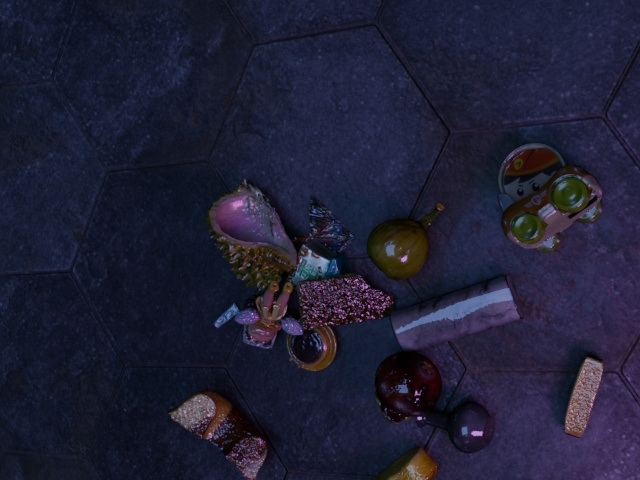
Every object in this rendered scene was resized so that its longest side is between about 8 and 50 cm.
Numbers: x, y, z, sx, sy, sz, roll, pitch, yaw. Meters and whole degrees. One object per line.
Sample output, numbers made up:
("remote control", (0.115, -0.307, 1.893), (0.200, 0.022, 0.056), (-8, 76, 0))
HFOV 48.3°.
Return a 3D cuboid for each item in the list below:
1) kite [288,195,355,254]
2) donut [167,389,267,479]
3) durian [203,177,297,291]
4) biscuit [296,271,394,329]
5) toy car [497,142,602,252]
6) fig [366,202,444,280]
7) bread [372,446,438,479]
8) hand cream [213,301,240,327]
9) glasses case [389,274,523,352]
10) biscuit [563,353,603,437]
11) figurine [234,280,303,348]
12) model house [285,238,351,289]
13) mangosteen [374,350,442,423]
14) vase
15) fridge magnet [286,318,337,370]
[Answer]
("kite", (0.000, 0.000, 1.833), (0.189, 0.009, 0.232), (0, 94, 21))
("donut", (-0.256, 0.498, 1.913), (0.295, 0.151, 0.112), (42, 91, -6))
("durian", (-0.186, 0.022, 1.836), (0.305, 0.186, 0.195), (49, 145, 22))
("biscuit", (0.064, 0.143, 1.737), (0.237, 0.026, 0.131), (-8, 111, -7))
("toy car", (0.483, -0.106, 1.584), (0.235, 0.145, 0.235), (-9, 75, 33))
("fig", (0.196, -0.003, 1.700), (0.142, 0.148, 0.186), (26, 65, 31))
("bread", (0.185, 0.610, 1.763), (0.245, 0.102, 0.094), (-43, 77, 18))
("hand cream", (-0.257, 0.208, 1.950), (0.093, 0.019, 0.030), (-40, 78, 13))
("glasses case", (0.318, 0.180, 1.695), (0.299, 0.060, 0.114), (-20, 92, 22))
("biscuit", (0.591, 0.349, 1.606), (0.052, 0.056, 0.187), (18, 102, 21))
("figurine", (-0.129, 0.184, 1.797), (0.175, 0.240, 0.115), (13, 61, -12))
("model house", (0.009, 0.084, 1.784), (0.149, 0.100, 0.127), (27, 106, 11))
("mangosteen", (0.199, 0.356, 1.702), (0.166, 0.166, 0.180), (36, 116, 15))
("vase", (0.315, 0.434, 1.698), (0.183, 0.120, 0.120), (6, 97, 36))
("fridge magnet", (-0.025, 0.266, 1.836), (0.143, 0.063, 0.142), (2, 96, 25))
